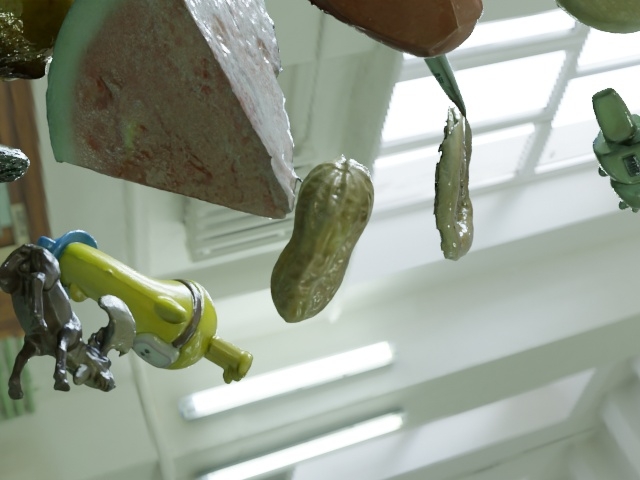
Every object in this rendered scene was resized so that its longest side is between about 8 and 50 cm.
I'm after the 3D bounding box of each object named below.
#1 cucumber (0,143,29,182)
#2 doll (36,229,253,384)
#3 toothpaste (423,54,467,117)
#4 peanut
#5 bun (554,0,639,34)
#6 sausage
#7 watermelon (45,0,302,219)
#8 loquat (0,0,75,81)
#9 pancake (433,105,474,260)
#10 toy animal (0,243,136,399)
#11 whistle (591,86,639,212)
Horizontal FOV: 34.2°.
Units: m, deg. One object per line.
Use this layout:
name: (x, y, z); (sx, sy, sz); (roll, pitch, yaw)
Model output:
cucumber: (-0.573, -0.111, 1.489); (0.081, 0.303, 0.072); (122, -41, -61)
doll: (-0.262, 0.095, 1.555); (0.363, 0.145, 0.199); (33, -23, -12)
toothpaste: (0.173, -0.297, 1.619); (0.239, 0.039, 0.062); (58, 6, -24)
peanut: (0.000, 0.000, 1.839); (0.313, 0.149, 0.149); (-66, -156, 0)
bun: (0.459, -0.493, 1.541); (0.234, 0.326, 0.362); (-108, -150, -68)
sausage: (0.053, -0.205, 0.845); (0.089, 0.179, 0.089); (-159, -90, -75)
watermelon: (-0.159, -0.158, 1.071); (0.283, 0.250, 0.292); (-53, -136, 13)
loquat: (-0.363, -0.273, 1.116); (0.244, 0.244, 0.244); (166, -90, -71)
pancake: (0.236, -0.098, 1.820); (0.282, 0.049, 0.282); (0, 90, -76)
toy animal: (-0.267, 0.095, 1.097); (0.186, 0.094, 0.214); (-84, 158, -66)
whistle: (0.471, -0.133, 1.583); (0.244, 0.110, 0.092); (55, 28, -29)
